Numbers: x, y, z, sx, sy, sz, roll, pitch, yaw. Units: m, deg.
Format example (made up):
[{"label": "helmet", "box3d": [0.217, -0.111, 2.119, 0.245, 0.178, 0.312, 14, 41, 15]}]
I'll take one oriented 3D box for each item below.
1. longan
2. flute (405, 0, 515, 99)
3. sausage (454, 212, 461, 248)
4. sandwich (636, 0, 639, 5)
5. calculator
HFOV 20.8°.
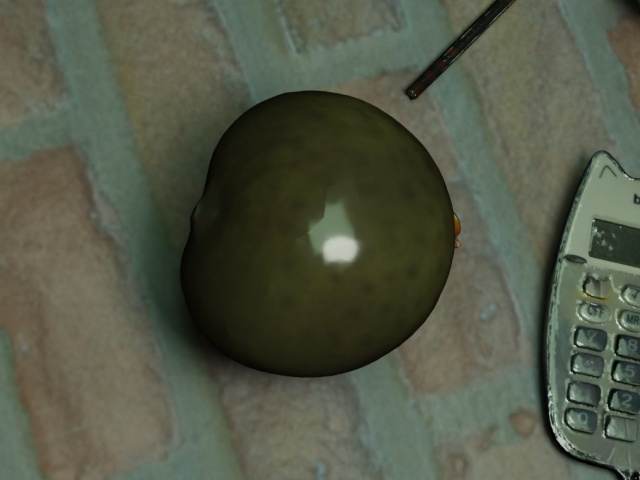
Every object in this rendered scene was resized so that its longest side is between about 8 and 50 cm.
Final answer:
[{"label": "longan", "box3d": [0.000, 0.000, 1.271, 0.196, 0.196, 0.220, 23, 59, -7]}, {"label": "flute", "box3d": [0.159, -0.206, 1.476, 0.014, 0.014, 0.269, 44, 67, 2]}, {"label": "sausage", "box3d": [0.076, -0.036, 1.389, 0.031, 0.031, 0.107, -38, 85, -22]}, {"label": "sandwich", "box3d": [0.401, -0.221, 1.456, 0.292, 0.212, 0.109, 12, 54, 3]}, {"label": "calculator", "box3d": [0.264, 0.069, 1.401, 0.177, 0.040, 0.268, 14, 70, -10]}]
